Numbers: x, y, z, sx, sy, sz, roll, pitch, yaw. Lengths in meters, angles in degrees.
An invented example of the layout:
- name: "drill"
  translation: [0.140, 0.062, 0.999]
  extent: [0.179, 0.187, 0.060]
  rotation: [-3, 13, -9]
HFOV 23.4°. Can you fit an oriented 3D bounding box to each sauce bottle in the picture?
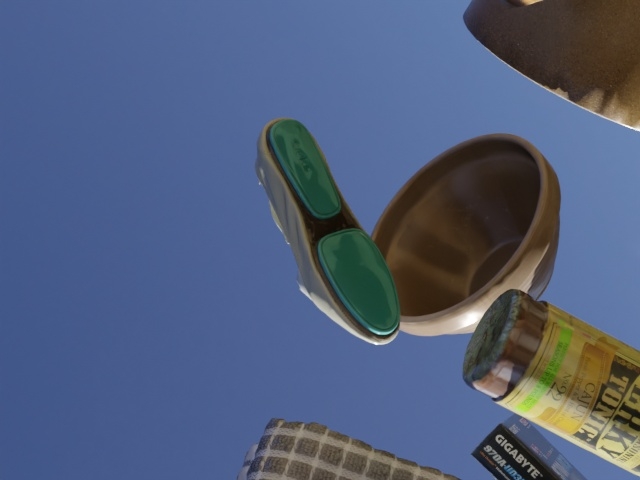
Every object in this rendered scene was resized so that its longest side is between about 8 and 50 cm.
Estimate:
- name: "sauce bottle"
  translation: [0.307, 0.164, 1.472]
  extent: [0.344, 0.111, 0.111]
  rotation: [26, -154, -7]

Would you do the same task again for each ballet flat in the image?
- name: "ballet flat"
  translation: [0.000, 0.000, 1.472]
  extent: [0.086, 0.086, 0.248]
  rotation: [8, -126, -56]

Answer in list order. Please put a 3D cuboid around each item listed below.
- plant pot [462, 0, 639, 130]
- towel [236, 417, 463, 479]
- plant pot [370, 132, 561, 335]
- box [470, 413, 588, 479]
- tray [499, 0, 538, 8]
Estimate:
- name: "plant pot"
  translation: [0.282, -0.254, 1.324]
  extent: [0.237, 0.254, 0.237]
  rotation: [21, -158, -9]
- name: "towel"
  translation: [0.056, 0.272, 1.044]
  extent: [0.283, 0.121, 0.235]
  rotation: [21, -121, -6]
- name: "plant pot"
  translation: [0.168, 0.012, 1.619]
  extent: [0.110, 0.237, 0.237]
  rotation: [40, -158, -33]
- name: "box"
  translation: [0.258, 0.276, 1.738]
  extent: [0.175, 0.051, 0.220]
  rotation: [44, -174, 11]
- name: "tray"
  translation: [0.162, -0.398, 1.122]
  extent: [0.203, 0.411, 0.076]
  rotation: [31, 166, -19]
